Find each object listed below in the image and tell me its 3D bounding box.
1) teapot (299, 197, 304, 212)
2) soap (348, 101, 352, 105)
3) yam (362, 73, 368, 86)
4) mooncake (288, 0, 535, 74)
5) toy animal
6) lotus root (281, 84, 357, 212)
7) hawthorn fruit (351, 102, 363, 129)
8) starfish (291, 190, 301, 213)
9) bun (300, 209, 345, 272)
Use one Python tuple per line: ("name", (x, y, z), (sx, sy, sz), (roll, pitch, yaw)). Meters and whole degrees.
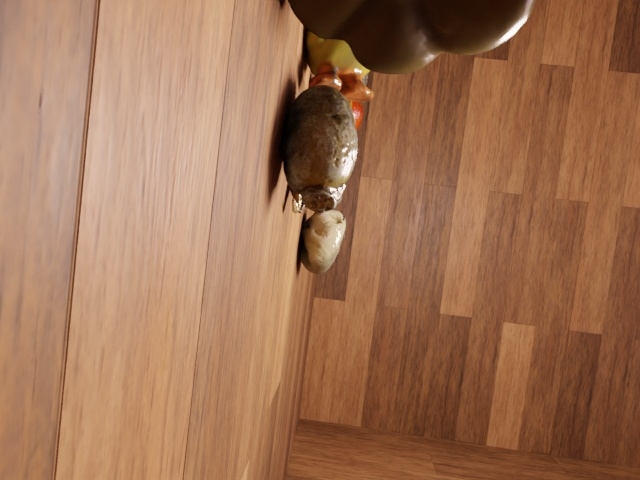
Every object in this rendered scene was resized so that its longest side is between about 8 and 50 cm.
("teapot", (-0.039, -0.134, 1.385), (0.110, 0.085, 0.080), (-51, 153, -45))
("soap", (0.021, -0.391, 1.403), (0.281, 0.143, 0.259), (-129, -131, -87))
("yam", (0.120, -0.782, 1.906), (0.201, 0.202, 0.271), (-38, 141, -55))
("mooncake", (0.151, -0.513, 0.657), (0.467, 0.467, 0.262), (89, 15, -70))
("toy animal", (0.053, -0.551, 1.124), (0.191, 0.216, 0.338), (-179, -87, -66))
("lotus root", (-0.004, -0.238, 0.930), (0.175, 0.175, 0.349), (92, -1, -61))
("hawthorn fruit", (0.067, -0.502, 1.686), (0.225, 0.197, 0.196), (-57, 172, -11))
("starfish", (-0.029, -0.202, 1.161), (0.299, 0.060, 0.302), (-64, -172, -10))
("bun", (0.000, -0.002, 1.637), (0.273, 0.168, 0.272), (-162, -90, -86))
